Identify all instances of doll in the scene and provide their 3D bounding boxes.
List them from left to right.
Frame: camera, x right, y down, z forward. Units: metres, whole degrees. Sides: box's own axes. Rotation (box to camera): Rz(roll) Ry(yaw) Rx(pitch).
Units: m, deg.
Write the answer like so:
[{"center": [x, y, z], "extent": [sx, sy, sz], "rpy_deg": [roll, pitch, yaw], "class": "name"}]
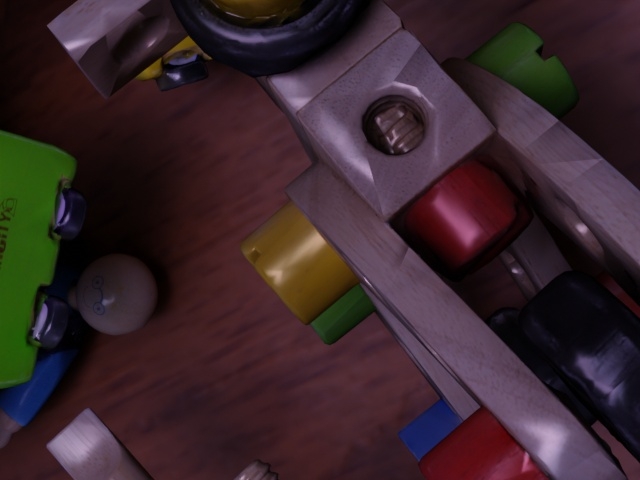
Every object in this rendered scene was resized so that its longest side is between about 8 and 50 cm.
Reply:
[{"center": [-0.160, 0.035, 0.671], "extent": [0.189, 0.046, 0.129], "rpy_deg": [-7, 79, 23], "class": "doll"}]

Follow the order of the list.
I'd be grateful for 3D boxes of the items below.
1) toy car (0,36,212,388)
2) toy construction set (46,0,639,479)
[{"center": [-0.123, -0.054, 0.551], "extent": [0.053, 0.239, 0.225], "rpy_deg": [-7, 70, 54], "class": "toy car"}, {"center": [0.000, 0.000, 0.482], "extent": [0.237, 0.257, 0.309], "rpy_deg": [47, 113, 6], "class": "toy construction set"}]
